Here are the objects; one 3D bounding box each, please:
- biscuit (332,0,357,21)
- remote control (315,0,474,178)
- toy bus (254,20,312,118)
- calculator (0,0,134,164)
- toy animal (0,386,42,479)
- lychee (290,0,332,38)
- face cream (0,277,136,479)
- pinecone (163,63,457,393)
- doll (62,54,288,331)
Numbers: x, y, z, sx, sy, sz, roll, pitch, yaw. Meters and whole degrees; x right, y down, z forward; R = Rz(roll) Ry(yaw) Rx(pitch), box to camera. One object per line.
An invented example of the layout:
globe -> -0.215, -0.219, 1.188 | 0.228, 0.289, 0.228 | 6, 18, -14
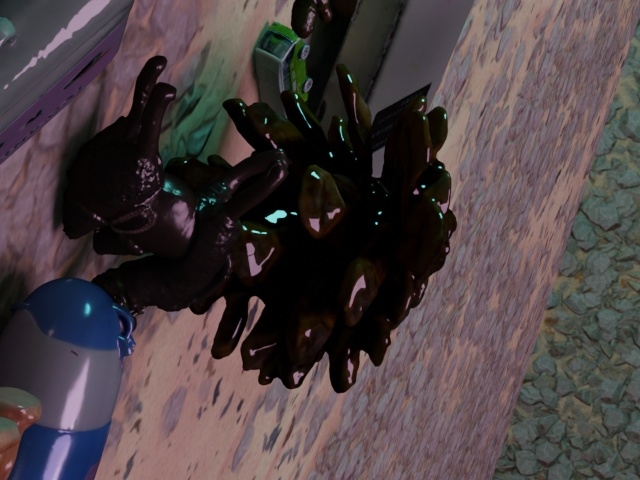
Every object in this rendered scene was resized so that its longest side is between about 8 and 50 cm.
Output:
biscuit -> 0.078, -0.239, 1.515 | 0.186, 0.044, 0.295 | -66, 164, -4
remote control -> 0.065, -0.160, 1.433 | 0.145, 0.050, 0.344 | -32, 150, -50
toy bus -> -0.029, -0.127, 1.311 | 0.037, 0.031, 0.083 | -52, 159, -23
calculator -> -0.142, -0.070, 0.760 | 0.141, 0.045, 0.246 | -43, -175, -9
toy animal -> -0.230, 0.163, 0.868 | 0.185, 0.104, 0.184 | -67, 167, 12
lychee -> -0.011, -0.204, 1.121 | 0.114, 0.114, 0.146 | -45, 132, -57
face cream -> -0.178, 0.148, 1.026 | 0.149, 0.083, 0.264 | -123, -129, -79
pinecone -> -0.011, -0.009, 1.201 | 0.202, 0.201, 0.229 | 7, 98, -82
doll -> -0.100, -0.015, 1.071 | 0.139, 0.057, 0.165 | 31, 108, -35
